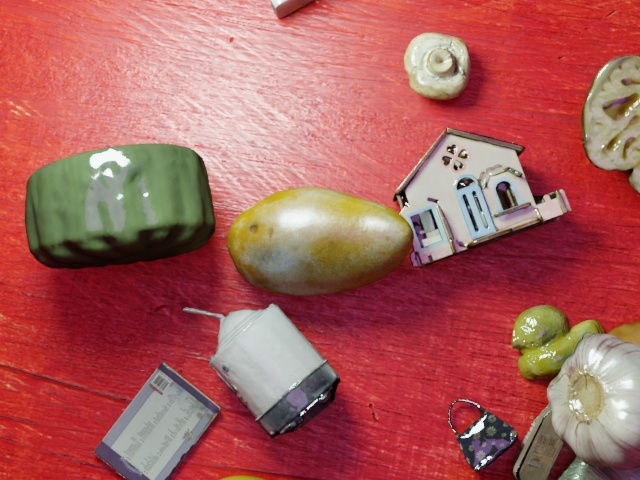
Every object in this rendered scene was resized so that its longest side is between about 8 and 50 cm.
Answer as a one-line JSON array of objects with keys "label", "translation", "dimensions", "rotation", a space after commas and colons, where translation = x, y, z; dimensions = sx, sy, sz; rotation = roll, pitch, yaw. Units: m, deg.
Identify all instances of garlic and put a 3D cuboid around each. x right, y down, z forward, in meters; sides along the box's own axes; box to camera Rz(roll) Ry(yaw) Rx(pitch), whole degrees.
[{"label": "garlic", "translation": [0.565, 0.313, 1.762], "dimensions": [0.253, 0.245, 0.245], "rotation": [22, 85, -31]}]

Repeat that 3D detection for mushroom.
[{"label": "mushroom", "translation": [0.239, -0.354, 1.952], "dimensions": [0.148, 0.112, 0.148], "rotation": [0, 93, -1]}]

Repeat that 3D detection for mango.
[{"label": "mango", "translation": [0.000, 0.000, 1.874], "dimensions": [0.383, 0.199, 0.222], "rotation": [-6, 115, 22]}]

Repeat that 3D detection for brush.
[{"label": "brush", "translation": [0.463, 0.326, 1.882], "dimensions": [0.070, 0.065, 0.328], "rotation": [23, 97, -13]}]

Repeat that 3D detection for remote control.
[{"label": "remote control", "translation": [0.011, -0.540, 1.985], "dimensions": [0.250, 0.103, 0.034], "rotation": [-29, 87, 1]}]

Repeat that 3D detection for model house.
[{"label": "model house", "translation": [0.298, -0.106, 1.899], "dimensions": [0.326, 0.169, 0.244], "rotation": [-19, 82, 2]}]

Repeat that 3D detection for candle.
[{"label": "candle", "translation": [-0.122, 0.223, 1.881], "dimensions": [0.187, 0.187, 0.330], "rotation": [-42, 84, -1]}]

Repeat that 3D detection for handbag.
[{"label": "handbag", "translation": [0.311, 0.375, 1.910], "dimensions": [0.115, 0.072, 0.139], "rotation": [-40, 71, 1]}]

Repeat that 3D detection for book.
[{"label": "book", "translation": [-0.331, 0.387, 1.957], "dimensions": [0.157, 0.026, 0.231], "rotation": [37, 87, 8]}]

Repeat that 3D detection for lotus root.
[{"label": "lotus root", "translation": [0.648, -0.209, 1.866], "dimensions": [0.316, 0.250, 0.316], "rotation": [1, 94, 10]}]

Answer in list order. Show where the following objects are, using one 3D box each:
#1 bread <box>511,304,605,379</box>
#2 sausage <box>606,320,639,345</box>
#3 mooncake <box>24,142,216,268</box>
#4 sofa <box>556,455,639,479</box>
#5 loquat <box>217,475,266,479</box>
[{"label": "bread", "translation": [0.476, 0.195, 1.915], "dimensions": [0.187, 0.065, 0.150], "rotation": [-16, 79, 3]}, {"label": "sausage", "translation": [0.670, 0.214, 1.863], "dimensions": [0.241, 0.136, 0.120], "rotation": [-7, 116, -1]}, {"label": "mooncake", "translation": [-0.381, -0.051, 1.836], "dimensions": [0.356, 0.356, 0.194], "rotation": [-12, 82, 2]}, {"label": "sofa", "translation": [0.582, 0.470, 1.826], "dimensions": [0.210, 0.176, 0.225], "rotation": [40, 88, 6]}, {"label": "loquat", "translation": [-0.151, 0.568, 1.838], "dimensions": [0.243, 0.244, 0.244], "rotation": [0, 85, 3]}]
